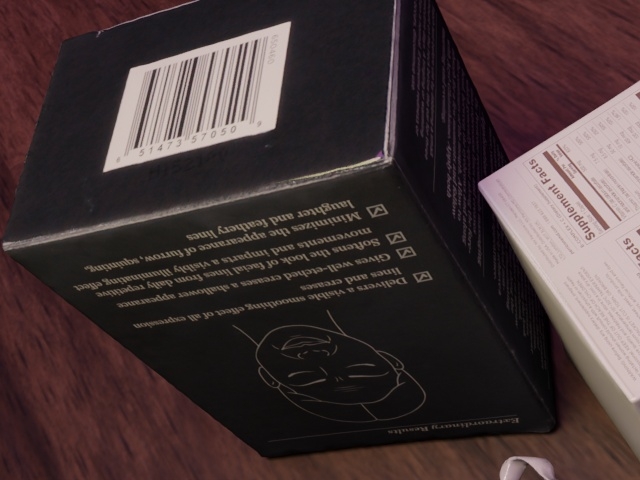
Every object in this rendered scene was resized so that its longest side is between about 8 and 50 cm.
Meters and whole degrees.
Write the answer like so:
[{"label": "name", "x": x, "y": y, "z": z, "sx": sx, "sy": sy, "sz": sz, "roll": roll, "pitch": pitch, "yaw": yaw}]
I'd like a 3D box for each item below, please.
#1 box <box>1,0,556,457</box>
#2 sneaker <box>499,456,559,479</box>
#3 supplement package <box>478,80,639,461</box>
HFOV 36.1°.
[{"label": "box", "x": 0.000, "y": 0.000, "z": 0.808, "sx": 0.293, "sy": 0.395, "sz": 0.212, "roll": -11, "pitch": 52, "yaw": 22}, {"label": "sneaker", "x": 0.152, "y": 0.329, "z": 0.668, "sx": 0.210, "sy": 0.137, "sz": 0.366, "roll": 12, "pitch": 81, "yaw": 55}, {"label": "supplement package", "x": 0.255, "y": 0.057, "z": 0.709, "sx": 0.145, "sy": 0.262, "sz": 0.204, "roll": -32, "pitch": 48, "yaw": 6}]
